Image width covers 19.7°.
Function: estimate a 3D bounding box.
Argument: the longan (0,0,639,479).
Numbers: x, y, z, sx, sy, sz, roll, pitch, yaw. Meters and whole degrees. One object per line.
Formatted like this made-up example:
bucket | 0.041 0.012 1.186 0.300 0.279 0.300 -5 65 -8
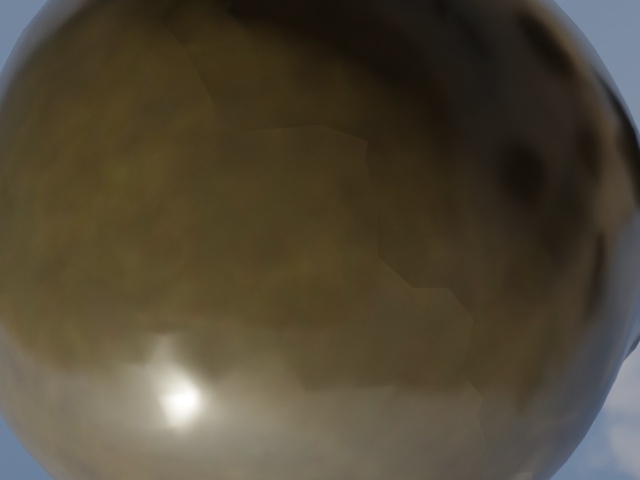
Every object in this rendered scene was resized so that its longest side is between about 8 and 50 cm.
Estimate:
longan | 0.000 0.000 0.663 0.258 0.258 0.258 6 -138 -5
